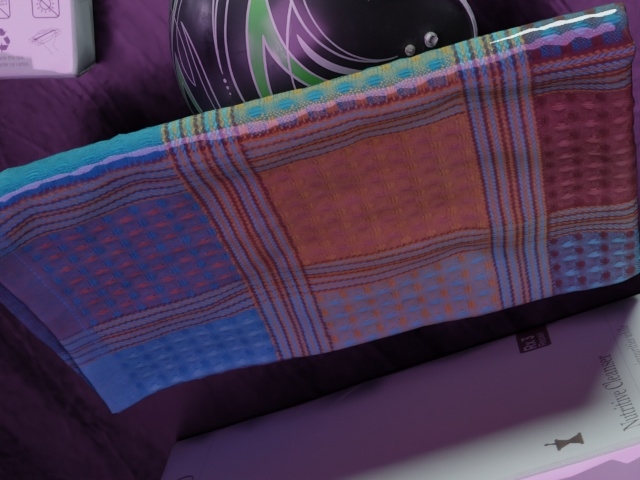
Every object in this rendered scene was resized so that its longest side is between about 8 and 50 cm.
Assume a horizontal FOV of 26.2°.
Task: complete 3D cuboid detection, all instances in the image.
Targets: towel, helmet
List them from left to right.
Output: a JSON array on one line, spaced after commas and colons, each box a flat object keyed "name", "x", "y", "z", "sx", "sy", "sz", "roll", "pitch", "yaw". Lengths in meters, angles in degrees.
[{"name": "helmet", "x": -0.008, "y": -0.122, "z": 0.783, "sx": 0.161, "sy": 0.169, "sz": 0.169, "roll": 20, "pitch": 106, "yaw": -19}, {"name": "towel", "x": 0.000, "y": 0.000, "z": 0.790, "sx": 0.370, "sy": 0.271, "sz": 0.040, "roll": -14, "pitch": 60, "yaw": 7}]

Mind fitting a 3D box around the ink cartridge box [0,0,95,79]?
[{"name": "ink cartridge box", "x": -0.227, "y": -0.262, "z": 0.809, "sx": 0.165, "sy": 0.065, "sz": 0.333, "roll": 1, "pitch": 106, "yaw": 3}]

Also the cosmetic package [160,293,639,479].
[{"name": "cosmetic package", "x": 0.093, "y": 0.172, "z": 0.830, "sx": 0.384, "sy": 0.217, "sz": 0.156, "roll": -17, "pitch": 104, "yaw": 6}]
